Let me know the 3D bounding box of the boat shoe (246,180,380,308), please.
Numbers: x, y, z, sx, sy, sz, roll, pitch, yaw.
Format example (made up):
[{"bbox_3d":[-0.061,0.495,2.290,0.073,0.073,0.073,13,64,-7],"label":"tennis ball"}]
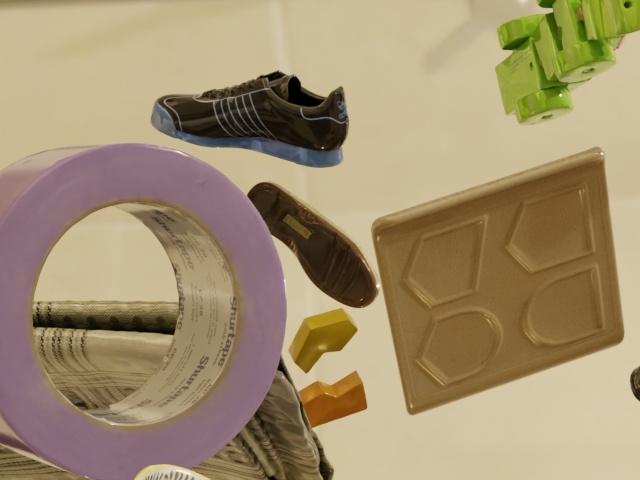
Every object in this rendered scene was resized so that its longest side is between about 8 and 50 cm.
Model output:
[{"bbox_3d":[0.000,0.000,2.092,0.190,0.068,0.072,46,13,9],"label":"boat shoe"}]

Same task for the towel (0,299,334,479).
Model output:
[{"bbox_3d":[-0.165,0.132,1.380,0.312,0.324,0.056,70,24,-57],"label":"towel"}]

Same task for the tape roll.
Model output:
[{"bbox_3d":[-0.119,0.039,1.039,0.080,0.189,0.189,4,-82,59],"label":"tape roll"}]

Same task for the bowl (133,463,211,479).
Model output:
[{"bbox_3d":[-0.043,0.179,0.733,0.170,0.080,0.170,47,10,-11],"label":"bowl"}]

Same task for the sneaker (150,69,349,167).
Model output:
[{"bbox_3d":[-0.077,-0.148,2.038,0.081,0.232,0.090,-48,146,-64],"label":"sneaker"}]

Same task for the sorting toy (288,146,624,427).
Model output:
[{"bbox_3d":[0.111,0.049,1.590,0.041,0.307,0.229,-120,-165,-52],"label":"sorting toy"}]

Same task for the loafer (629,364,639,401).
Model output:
[{"bbox_3d":[0.369,0.136,1.680,0.061,0.170,0.062,116,-19,-57],"label":"loafer"}]

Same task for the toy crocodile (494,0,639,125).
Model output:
[{"bbox_3d":[0.271,-0.211,1.997,0.340,0.105,0.115,130,-51,-70],"label":"toy crocodile"}]
